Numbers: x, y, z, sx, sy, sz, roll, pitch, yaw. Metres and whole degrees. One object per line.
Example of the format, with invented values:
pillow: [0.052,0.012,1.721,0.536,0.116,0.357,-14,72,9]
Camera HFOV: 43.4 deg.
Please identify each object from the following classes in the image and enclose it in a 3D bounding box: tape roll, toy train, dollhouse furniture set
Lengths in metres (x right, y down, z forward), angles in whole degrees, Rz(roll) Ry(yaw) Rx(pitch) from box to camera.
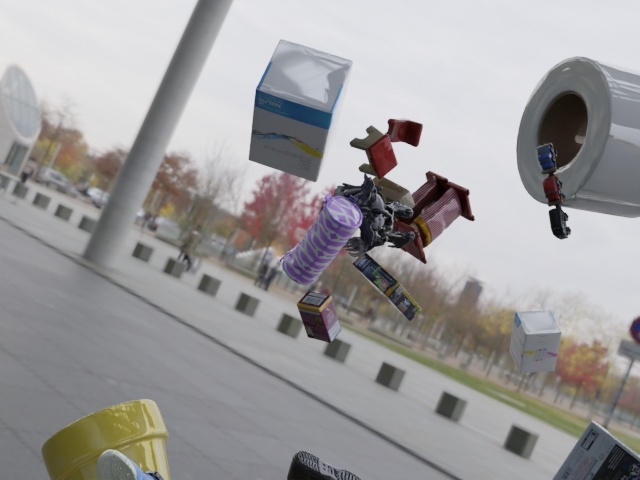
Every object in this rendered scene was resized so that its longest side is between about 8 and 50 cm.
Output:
tape roll: [0.462,-0.167,1.324,0.169,0.246,0.246,7,3,-20]
toy train: [0.352,-0.078,1.220,0.027,0.158,0.036,-20,-24,38]
dollhouse furniture set: [0.240,-0.146,2.020,0.152,0.201,0.374,34,-22,41]

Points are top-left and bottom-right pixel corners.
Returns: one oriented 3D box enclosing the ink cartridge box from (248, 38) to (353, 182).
ink cartridge box: [-0.054,-0.326,2.050,0.197,0.198,0.270,18,-36,3]

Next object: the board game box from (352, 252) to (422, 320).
board game box: [0.166,0.116,1.997,0.141,0.048,0.170,42,-2,37]

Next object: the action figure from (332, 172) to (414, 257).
action figure: [0.099,-0.045,1.719,0.141,0.164,0.276,-10,-12,28]

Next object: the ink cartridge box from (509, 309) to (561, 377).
ink cartridge box: [0.527,0.256,1.980,0.090,0.143,0.092,-3,33,-4]

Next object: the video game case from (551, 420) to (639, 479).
video game case: [0.638,0.540,1.832,0.022,0.190,0.173,20,14,-45]

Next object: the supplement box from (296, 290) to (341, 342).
supplement box: [-0.002,0.140,1.469,0.055,0.043,0.083,10,-50,35]

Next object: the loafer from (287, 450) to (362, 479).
loafer: [0.020,0.545,1.776,0.220,0.078,0.080,33,18,-6]

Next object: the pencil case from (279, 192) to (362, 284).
pencil case: [0.000,0.000,1.578,0.088,0.206,0.086,32,37,-5]

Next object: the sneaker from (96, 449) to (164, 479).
sneaker: [-0.283,0.368,1.222,0.152,0.058,0.084,54,0,-14]

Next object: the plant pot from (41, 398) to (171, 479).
plant pot: [-0.413,0.490,1.655,0.239,0.254,0.254,62,11,19]
